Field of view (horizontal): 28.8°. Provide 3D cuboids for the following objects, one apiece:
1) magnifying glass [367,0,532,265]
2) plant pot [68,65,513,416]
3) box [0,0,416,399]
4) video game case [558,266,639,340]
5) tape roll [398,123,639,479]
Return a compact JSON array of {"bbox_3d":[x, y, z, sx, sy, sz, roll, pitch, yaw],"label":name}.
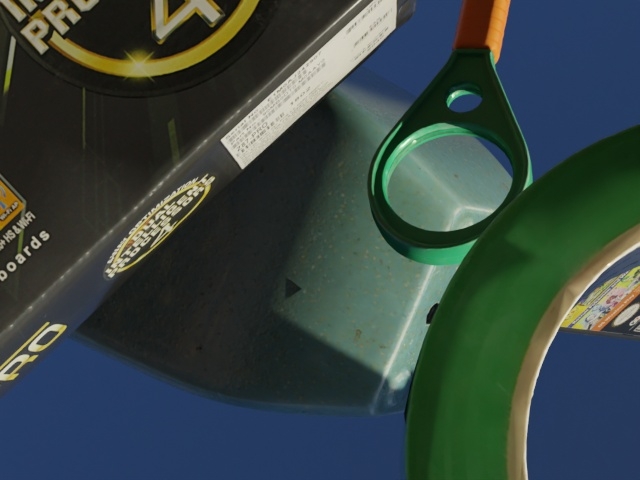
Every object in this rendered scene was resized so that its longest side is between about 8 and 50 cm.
[{"bbox_3d":[0.086,-0.089,0.729,0.092,0.026,0.230,4,-122,19],"label":"magnifying glass"},{"bbox_3d":[0.000,0.000,0.876,0.252,0.247,0.247,28,-79,28],"label":"plant pot"},{"bbox_3d":[-0.210,-0.073,0.455,0.395,0.097,0.318,-43,-97,-1],"label":"box"},{"bbox_3d":[0.322,-0.014,1.132,0.275,0.248,0.035,-49,-125,25],"label":"video game case"},{"bbox_3d":[0.196,0.102,0.540,0.321,0.077,0.321,0,-106,0],"label":"tape roll"}]
